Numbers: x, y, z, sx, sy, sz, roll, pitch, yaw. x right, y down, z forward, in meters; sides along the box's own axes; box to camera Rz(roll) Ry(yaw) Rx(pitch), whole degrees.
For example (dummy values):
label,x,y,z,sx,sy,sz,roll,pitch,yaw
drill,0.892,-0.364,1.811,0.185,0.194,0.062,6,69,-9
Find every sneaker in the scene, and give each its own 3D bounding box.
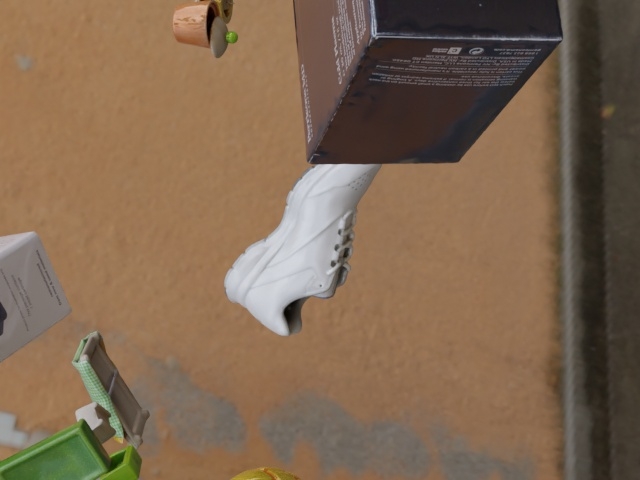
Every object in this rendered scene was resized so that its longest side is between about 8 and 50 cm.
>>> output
label,x,y,z,sx,sy,sz,roll,pitch,yaw
sneaker,0.000,0.000,1.653,0.129,0.111,0.297,44,113,21

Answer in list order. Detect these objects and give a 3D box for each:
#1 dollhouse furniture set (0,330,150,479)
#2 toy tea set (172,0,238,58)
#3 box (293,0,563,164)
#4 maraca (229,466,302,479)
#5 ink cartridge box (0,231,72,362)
label,x,y,z,sx,sy,sz,roll,pitch,yaw
dollhouse furniture set,-0.156,0.122,0.791,0.059,0.076,0.151,-29,13,4
toy tea set,-0.140,-0.443,1.957,0.124,0.200,0.336,3,83,12
box,0.085,-0.287,1.245,0.312,0.179,0.343,126,141,-70
maraca,-0.069,0.310,1.350,0.127,0.186,0.099,24,114,19
ink cartridge box,-0.397,0.090,1.232,0.172,0.237,0.100,-8,110,37
